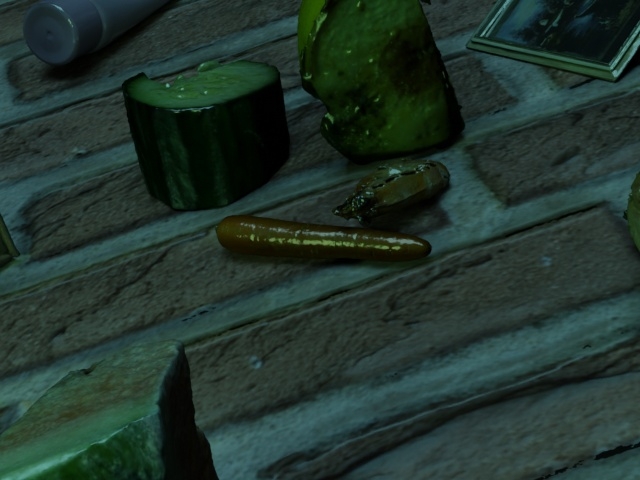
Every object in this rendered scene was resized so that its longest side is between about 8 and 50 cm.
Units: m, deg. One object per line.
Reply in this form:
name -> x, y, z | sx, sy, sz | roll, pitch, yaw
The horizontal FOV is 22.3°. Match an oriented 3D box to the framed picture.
framed picture -> 0.339, -0.327, 1.984 | 0.232, 0.019, 0.296 | 19, 64, 41

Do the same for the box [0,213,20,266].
box -> -0.527, -0.056, 1.826 | 0.297, 0.225, 0.190 | 20, 49, 42

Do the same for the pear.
pear -> 0.049, -0.246, 1.866 | 0.164, 0.238, 0.255 | -19, 35, 5

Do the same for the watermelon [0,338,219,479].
watermelon -> -0.149, 0.213, 1.253 | 0.151, 0.264, 0.302 | 1, 33, 22

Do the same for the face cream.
face cream -> -0.301, -0.326, 2.272 | 0.154, 0.096, 0.274 | 0, 23, 27

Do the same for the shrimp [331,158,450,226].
shrimp -> 0.071, -0.052, 1.733 | 0.091, 0.043, 0.184 | 6, 22, 31

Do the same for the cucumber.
cucumber -> -0.128, -0.134, 1.876 | 0.191, 0.130, 0.191 | -7, 33, 4

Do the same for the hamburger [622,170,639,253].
hamburger -> 0.404, -0.006, 1.470 | 0.308, 0.132, 0.211 | 12, 40, 33

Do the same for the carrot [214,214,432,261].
carrot -> 0.000, 0.000, 1.701 | 0.247, 0.043, 0.043 | 4, 38, 25
